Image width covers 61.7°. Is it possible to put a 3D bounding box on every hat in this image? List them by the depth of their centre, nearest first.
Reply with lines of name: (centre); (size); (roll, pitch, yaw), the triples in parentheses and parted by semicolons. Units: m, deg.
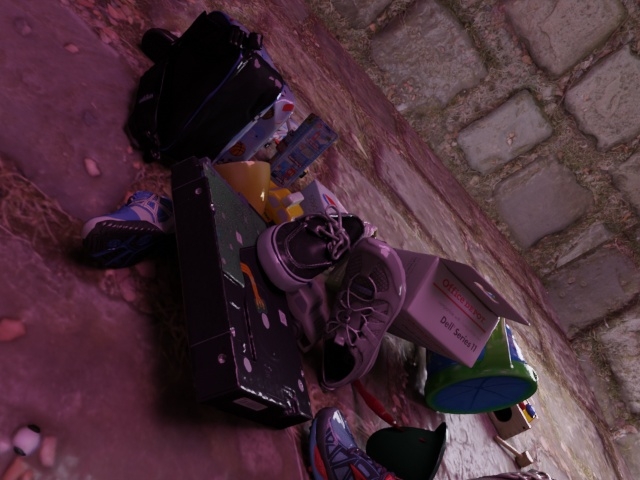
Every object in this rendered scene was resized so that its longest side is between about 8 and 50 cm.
hat: (0.085, 0.325, 0.868); (0.184, 0.173, 0.208); (29, -11, 11)

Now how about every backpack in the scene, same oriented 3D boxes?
backpack: (-0.185, -0.273, 0.961); (0.213, 0.276, 0.263); (33, 24, -48)

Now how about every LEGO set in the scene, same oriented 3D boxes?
LEGO set: (-0.087, -0.269, 1.363); (0.182, 0.060, 0.244); (28, 35, -38)

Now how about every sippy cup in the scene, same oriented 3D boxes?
sippy cup: (0.331, 0.238, 1.188); (0.240, 0.305, 0.224); (22, 46, -29)

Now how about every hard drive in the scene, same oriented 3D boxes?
hard drive: (-0.111, 0.075, 0.748); (0.237, 0.064, 0.339); (52, 20, -58)

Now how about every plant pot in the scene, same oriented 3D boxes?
plant pot: (-0.146, -0.075, 0.933); (0.134, 0.134, 0.095); (-5, 85, -63)

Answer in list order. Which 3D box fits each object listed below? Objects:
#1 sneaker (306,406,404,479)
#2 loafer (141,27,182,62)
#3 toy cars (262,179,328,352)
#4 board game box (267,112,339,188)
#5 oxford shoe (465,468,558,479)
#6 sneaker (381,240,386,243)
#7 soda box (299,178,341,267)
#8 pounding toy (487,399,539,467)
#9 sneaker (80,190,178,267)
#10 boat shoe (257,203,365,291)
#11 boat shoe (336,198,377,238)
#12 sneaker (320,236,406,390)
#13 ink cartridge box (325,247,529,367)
sneaker: (0.079, 0.349, 0.756); (0.104, 0.125, 0.262); (10, 49, -58)
loafer: (-0.269, -0.372, 1.136); (0.220, 0.080, 0.078); (41, 28, -26)
toy cars: (-0.058, 0.013, 0.999); (0.176, 0.087, 0.393); (31, 33, -41)
board game box: (-0.063, -0.190, 1.180); (0.060, 0.194, 0.194); (41, 7, -20)
oxford shoe: (0.415, 0.524, 1.078); (0.449, 0.130, 0.169); (32, 9, -44)
sneaker: (0.177, 0.072, 1.361); (0.170, 0.075, 0.063); (56, 24, 4)
soda box: (0.005, -0.042, 1.182); (0.074, 0.069, 0.216); (37, 23, -33)
pounding toy: (0.517, 0.480, 1.412); (0.181, 0.094, 0.206); (10, 48, -57)
sneaker: (-0.250, -0.020, 0.725); (0.081, 0.080, 0.211); (50, 14, 8)
boat shoe: (0.002, 0.004, 0.896); (0.113, 0.105, 0.306); (64, 22, 7)
boat shoe: (0.098, -0.009, 1.299); (0.277, 0.096, 0.098); (56, 25, 6)
sneaker: (0.064, 0.132, 0.879); (0.105, 0.281, 0.115); (20, 26, 24)
ink cartridge box: (0.189, 0.120, 1.028); (0.207, 0.119, 0.353); (41, -14, -26)
